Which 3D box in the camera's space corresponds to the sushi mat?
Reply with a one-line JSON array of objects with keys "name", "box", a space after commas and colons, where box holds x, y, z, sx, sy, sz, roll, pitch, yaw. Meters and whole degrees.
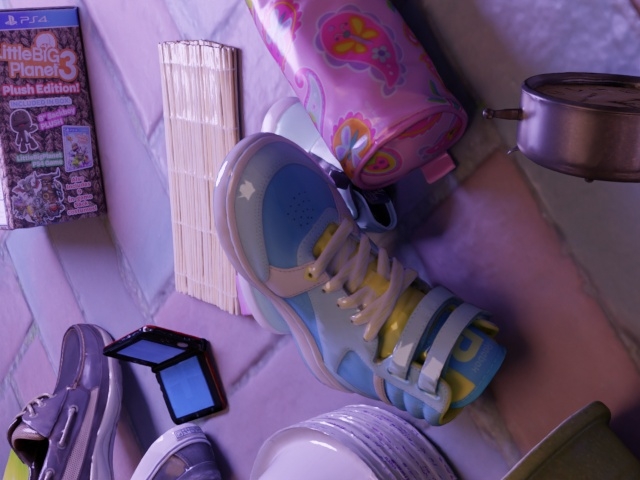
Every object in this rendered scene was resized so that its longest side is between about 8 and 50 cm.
[{"name": "sushi mat", "box": [-0.140, -0.078, 1.334, 0.151, 0.019, 0.317, 14, 111, 51]}]

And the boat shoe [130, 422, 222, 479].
[{"name": "boat shoe", "box": [-0.204, 0.371, 1.477, 0.102, 0.108, 0.301, 54, 129, 31]}]

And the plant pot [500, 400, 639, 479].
[{"name": "plant pot", "box": [0.213, 0.302, 0.813, 0.254, 0.276, 0.276, 41, 130, 23]}]

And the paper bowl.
[{"name": "paper bowl", "box": [0.020, 0.320, 1.132, 0.284, 0.148, 0.284, 17, 112, 48]}]

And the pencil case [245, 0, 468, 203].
[{"name": "pencil case", "box": [0.022, -0.177, 1.019, 0.284, 0.124, 0.124, 59, 139, 22]}]

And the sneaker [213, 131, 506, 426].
[{"name": "sneaker", "box": [0.050, 0.040, 0.966, 0.208, 0.127, 0.319, 18, 153, 40]}]

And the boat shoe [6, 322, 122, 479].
[{"name": "boat shoe", "box": [-0.350, 0.258, 1.526, 0.132, 0.130, 0.355, -52, 34, 40]}]

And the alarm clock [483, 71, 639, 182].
[{"name": "alarm clock", "box": [0.221, -0.076, 0.786, 0.192, 0.129, 0.064, 10, 110, 29]}]

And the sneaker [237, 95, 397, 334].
[{"name": "sneaker", "box": [0.000, 0.000, 1.114, 0.151, 0.094, 0.256, 28, 122, 42]}]

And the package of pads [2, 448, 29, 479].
[{"name": "package of pads", "box": [-0.388, 0.444, 1.730, 0.296, 0.101, 0.229, 53, 135, 30]}]

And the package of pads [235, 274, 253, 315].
[{"name": "package of pads", "box": [-0.060, 0.058, 1.256, 0.083, 0.032, 0.050, -8, 96, 53]}]

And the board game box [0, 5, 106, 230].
[{"name": "board game box", "box": [-0.436, -0.167, 1.588, 0.232, 0.141, 0.291, 2, 101, 52]}]

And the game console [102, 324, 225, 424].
[{"name": "game console", "box": [-0.202, 0.173, 1.432, 0.144, 0.124, 0.085, -28, 51, 51]}]
